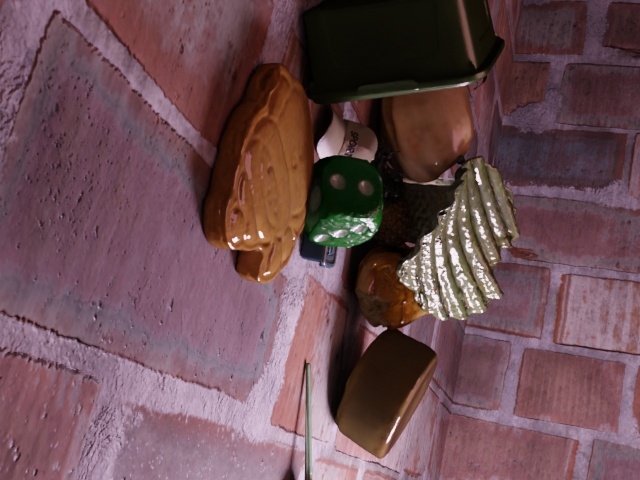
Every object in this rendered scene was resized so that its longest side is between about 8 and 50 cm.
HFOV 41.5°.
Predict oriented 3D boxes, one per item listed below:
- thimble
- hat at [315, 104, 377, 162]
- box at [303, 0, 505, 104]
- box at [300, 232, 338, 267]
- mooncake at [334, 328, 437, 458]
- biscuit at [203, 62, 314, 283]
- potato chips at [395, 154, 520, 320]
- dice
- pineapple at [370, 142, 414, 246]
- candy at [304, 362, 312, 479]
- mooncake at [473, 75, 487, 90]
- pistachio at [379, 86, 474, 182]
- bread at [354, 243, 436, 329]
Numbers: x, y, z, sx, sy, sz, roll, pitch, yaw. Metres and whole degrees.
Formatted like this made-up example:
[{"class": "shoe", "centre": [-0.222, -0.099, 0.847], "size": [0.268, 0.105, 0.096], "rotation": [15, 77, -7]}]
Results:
[{"class": "thimble", "centre": [0.294, -0.076, 2.104], "size": [0.271, 0.271, 0.149], "rotation": [-21, 114, -69]}, {"class": "hat", "centre": [0.053, -0.190, 1.637], "size": [0.175, 0.085, 0.147], "rotation": [49, 52, -67]}, {"class": "box", "centre": [0.138, -0.364, 1.487], "size": [0.252, 0.329, 0.177], "rotation": [-57, 137, -55]}, {"class": "box", "centre": [0.000, 0.000, 1.606], "size": [0.074, 0.054, 0.099], "rotation": [19, 79, -69]}, {"class": "mooncake", "centre": [0.147, 0.344, 1.936], "size": [0.284, 0.156, 0.284], "rotation": [-55, 161, -29]}, {"class": "biscuit", "centre": [-0.079, -0.095, 1.344], "size": [0.312, 0.057, 0.351], "rotation": [75, 29, -46]}, {"class": "potato chips", "centre": [0.327, -0.005, 1.898], "size": [0.389, 0.097, 0.373], "rotation": [37, 77, -50]}, {"class": "dice", "centre": [0.038, -0.068, 1.511], "size": [0.128, 0.120, 0.130], "rotation": [122, -30, -56]}, {"class": "pineapple", "centre": [0.149, -0.108, 1.912], "size": [0.125, 0.125, 0.251], "rotation": [-57, 143, -52]}, {"class": "candy", "centre": [-0.024, 0.413, 1.696], "size": [0.092, 0.093, 0.335], "rotation": [180, -92, -66]}, {"class": "mooncake", "centre": [0.295, -0.292, 2.125], "size": [0.347, 0.057, 0.150], "rotation": [-45, -149, 53]}, {"class": "pistachio", "centre": [0.244, -0.282, 1.956], "size": [0.238, 0.229, 0.321], "rotation": [25, 61, -36]}, {"class": "bread", "centre": [0.183, 0.102, 2.029], "size": [0.344, 0.149, 0.195], "rotation": [-3, 94, -67]}]
